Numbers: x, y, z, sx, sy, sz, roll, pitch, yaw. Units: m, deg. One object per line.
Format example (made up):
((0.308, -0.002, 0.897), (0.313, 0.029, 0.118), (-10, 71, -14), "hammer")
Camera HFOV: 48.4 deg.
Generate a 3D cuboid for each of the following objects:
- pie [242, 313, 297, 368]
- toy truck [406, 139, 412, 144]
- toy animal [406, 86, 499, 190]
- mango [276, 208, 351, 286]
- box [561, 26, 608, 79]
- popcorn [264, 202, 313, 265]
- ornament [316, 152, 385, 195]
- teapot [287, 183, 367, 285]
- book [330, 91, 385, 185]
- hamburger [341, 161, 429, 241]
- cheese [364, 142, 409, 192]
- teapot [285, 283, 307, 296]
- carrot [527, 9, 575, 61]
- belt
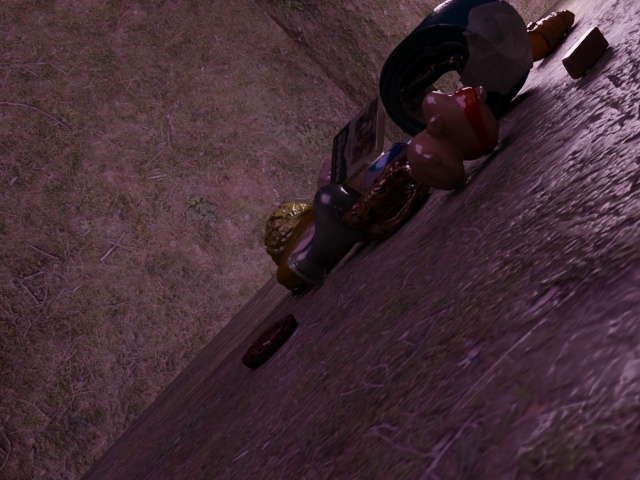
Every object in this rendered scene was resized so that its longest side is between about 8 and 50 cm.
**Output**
((-0.113, 0.225, 1.587), (0.153, 0.038, 0.153), (-42, 6, 5), "pie")
((0.330, -0.310, 2.516), (0.056, 0.073, 0.090), (-46, -10, -21), "toy truck")
((0.254, -0.198, 1.360), (0.197, 0.171, 0.171), (-52, 4, -7), "toy animal")
((0.007, -0.003, 2.016), (0.195, 0.142, 0.331), (-17, 30, 41), "mango")
((0.477, -0.338, 1.286), (0.115, 0.048, 0.025), (-47, 11, -27), "box")
((-0.057, -0.003, 2.266), (0.251, 0.206, 0.236), (60, -139, -52), "popcorn")
((0.110, -0.183, 2.225), (0.259, 0.225, 0.259), (-45, 4, 4), "ornament")
((0.024, -0.014, 1.818), (0.250, 0.183, 0.183), (-54, 1, 16), "teapot")
((0.102, -0.268, 2.008), (0.264, 0.027, 0.201), (-39, 41, 54), "book")
((0.156, -0.089, 1.632), (0.231, 0.107, 0.231), (-46, -1, -1), "hamburger")
((0.193, -0.172, 1.936), (0.217, 0.129, 0.329), (-43, 3, 1), "cheese")
((-0.049, 0.118, 2.057), (0.110, 0.085, 0.080), (-15, -13, 15), "teapot")
((0.657, -0.594, 2.012), (0.263, 0.102, 0.102), (-40, 0, -33), "carrot")
((0.333, -0.414, 1.777), (0.173, 0.300, 0.436), (-48, 8, -24), "belt")
